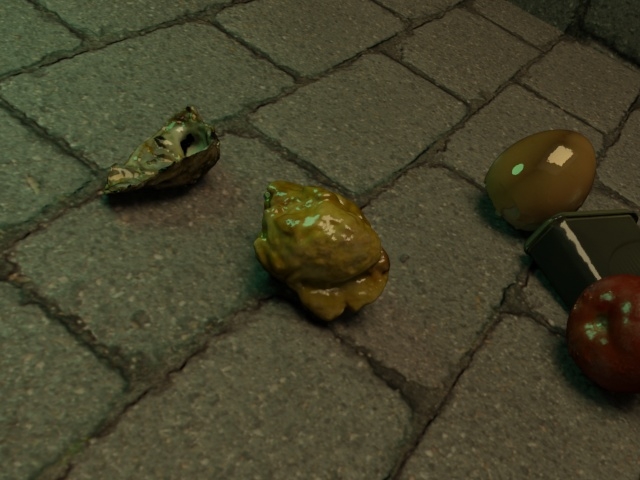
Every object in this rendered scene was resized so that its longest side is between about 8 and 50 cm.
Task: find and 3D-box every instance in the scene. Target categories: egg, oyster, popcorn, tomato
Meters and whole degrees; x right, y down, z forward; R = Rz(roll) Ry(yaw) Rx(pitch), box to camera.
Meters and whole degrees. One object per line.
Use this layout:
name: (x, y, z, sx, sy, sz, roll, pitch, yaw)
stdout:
egg: (0.473, -0.131, 1.676, 0.201, 0.244, 0.201, 43, 12, -11)
oyster: (-0.282, -0.141, 1.405, 0.166, 0.094, 0.294, 22, 43, 29)
popcorn: (0.001, 0.003, 1.285, 0.254, 0.190, 0.191, 30, 44, 2)
tomato: (0.538, 0.164, 1.367, 0.184, 0.208, 0.208, 20, 34, -32)

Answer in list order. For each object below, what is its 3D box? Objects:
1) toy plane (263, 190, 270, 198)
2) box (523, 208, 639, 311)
toy plane: (-0.066, -0.068, 1.455, 0.102, 0.040, 0.111, 14, 32, 19)
box: (0.567, 0.044, 1.600, 0.274, 0.138, 0.178, -4, 54, -32)
